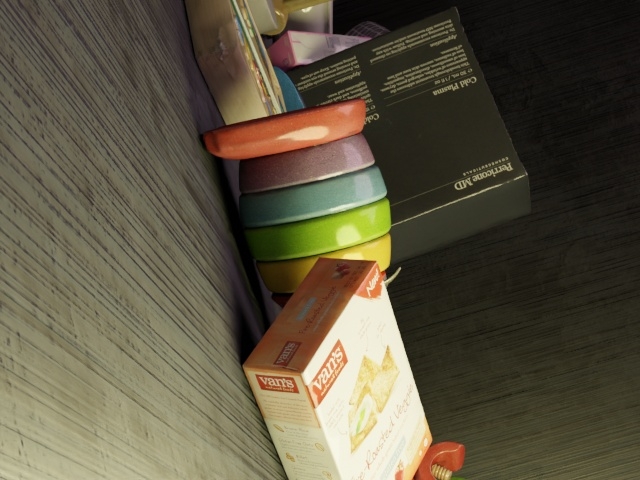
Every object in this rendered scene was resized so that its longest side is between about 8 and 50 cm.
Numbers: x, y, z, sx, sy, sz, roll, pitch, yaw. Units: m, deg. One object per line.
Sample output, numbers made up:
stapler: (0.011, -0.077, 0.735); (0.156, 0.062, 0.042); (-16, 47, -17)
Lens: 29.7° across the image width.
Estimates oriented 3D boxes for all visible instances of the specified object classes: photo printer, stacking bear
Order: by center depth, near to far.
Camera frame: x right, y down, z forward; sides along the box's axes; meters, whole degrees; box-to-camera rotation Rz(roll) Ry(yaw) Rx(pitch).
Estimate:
stacking bear: (-0.003, 0.012, 1.231); (0.175, 0.164, 0.289); (-76, 154, -82)
photo printer: (-0.034, -0.393, 2.178); (0.256, 0.107, 0.308); (-96, -174, -57)

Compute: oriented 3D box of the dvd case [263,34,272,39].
dvd case: (-0.139, -0.514, 2.382); (0.164, 0.018, 0.221); (-29, 103, -85)

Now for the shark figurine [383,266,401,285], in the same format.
shark figurine: (-0.009, 0.022, 1.489); (0.116, 0.166, 0.278); (37, 16, -17)

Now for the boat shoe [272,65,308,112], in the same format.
boat shoe: (-0.027, -0.135, 1.798); (0.089, 0.109, 0.258); (68, 8, -85)

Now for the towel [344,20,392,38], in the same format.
towel: (0.064, -0.283, 2.326); (0.121, 0.284, 0.235); (39, 3, -28)

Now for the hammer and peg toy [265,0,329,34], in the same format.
hammer and peg toy: (-0.046, -0.503, 1.837); (0.127, 0.265, 0.361); (-81, 160, -44)

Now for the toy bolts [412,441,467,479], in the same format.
toy bolts: (0.114, 0.383, 1.827); (0.218, 0.158, 0.228); (-51, 150, -34)

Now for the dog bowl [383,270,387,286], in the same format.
dog bowl: (0.049, -0.022, 2.386); (0.265, 0.104, 0.265); (-16, 90, -86)

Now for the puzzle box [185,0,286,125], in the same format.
puzzle box: (-0.095, -0.209, 1.519); (0.409, 0.052, 0.272); (68, 8, -58)

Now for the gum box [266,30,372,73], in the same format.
gum box: (-0.001, -0.293, 2.012); (0.107, 0.188, 0.062); (-31, -112, 49)

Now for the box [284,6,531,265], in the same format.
box: (0.119, -0.145, 1.919); (0.179, 0.343, 0.313); (58, 13, -68)

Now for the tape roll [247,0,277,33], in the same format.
tape roll: (-0.125, -0.394, 1.703); (0.219, 0.072, 0.219); (-17, 90, -86)

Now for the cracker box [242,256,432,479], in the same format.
cracker box: (0.023, 0.152, 1.107); (0.156, 0.067, 0.232); (-54, 136, -42)
